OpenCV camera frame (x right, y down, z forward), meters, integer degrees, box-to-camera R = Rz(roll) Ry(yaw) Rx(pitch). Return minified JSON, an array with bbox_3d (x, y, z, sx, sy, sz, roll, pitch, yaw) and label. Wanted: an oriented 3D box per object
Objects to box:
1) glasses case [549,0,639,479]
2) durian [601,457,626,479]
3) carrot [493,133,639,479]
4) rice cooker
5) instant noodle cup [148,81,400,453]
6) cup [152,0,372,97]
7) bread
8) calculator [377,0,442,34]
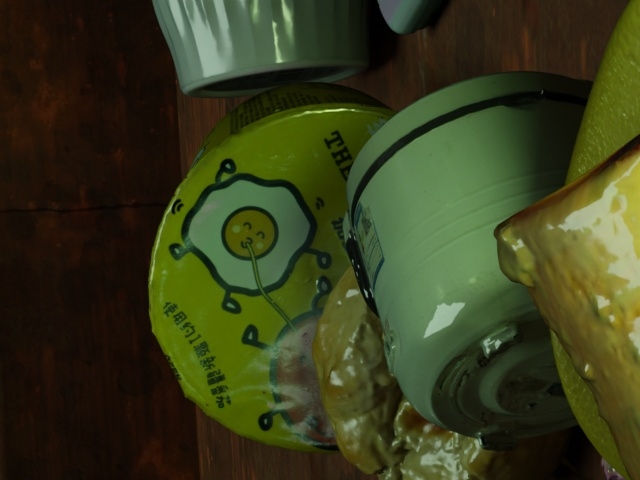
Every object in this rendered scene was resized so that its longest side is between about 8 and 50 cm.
[{"bbox_3d":[0.237,-0.026,1.047,0.173,0.141,0.371,46,143,33],"label":"glasses case"},{"bbox_3d":[0.254,0.224,1.167,0.341,0.112,0.191,-112,11,-72],"label":"durian"},{"bbox_3d":[0.238,0.083,0.803,0.340,0.224,0.224,59,162,6],"label":"carrot"},{"bbox_3d":[0.135,0.007,1.335,0.226,0.226,0.244,105,153,-54],"label":"rice cooker"},{"bbox_3d":[0.000,0.000,1.726,0.254,0.326,0.325,-108,17,-70],"label":"instant noodle cup"},{"bbox_3d":[-0.073,-0.347,1.961,0.253,0.253,0.371,160,103,-76],"label":"cup"},{"bbox_3d":[0.091,0.114,1.527,0.244,0.134,0.244,18,124,29],"label":"bread"},{"bbox_3d":[0.094,-0.291,1.735,0.246,0.045,0.141,125,138,-68],"label":"calculator"}]
